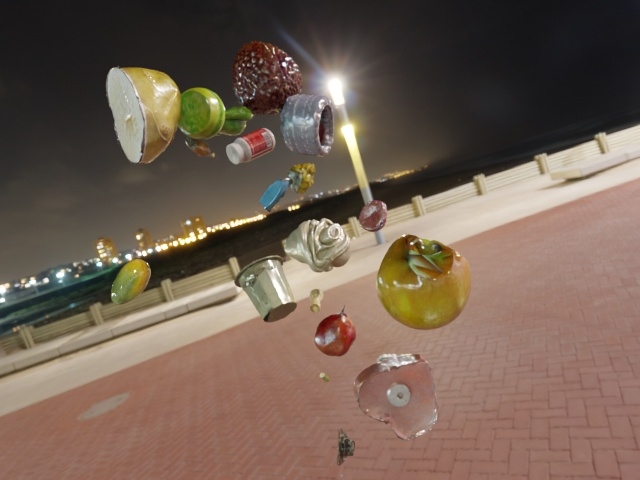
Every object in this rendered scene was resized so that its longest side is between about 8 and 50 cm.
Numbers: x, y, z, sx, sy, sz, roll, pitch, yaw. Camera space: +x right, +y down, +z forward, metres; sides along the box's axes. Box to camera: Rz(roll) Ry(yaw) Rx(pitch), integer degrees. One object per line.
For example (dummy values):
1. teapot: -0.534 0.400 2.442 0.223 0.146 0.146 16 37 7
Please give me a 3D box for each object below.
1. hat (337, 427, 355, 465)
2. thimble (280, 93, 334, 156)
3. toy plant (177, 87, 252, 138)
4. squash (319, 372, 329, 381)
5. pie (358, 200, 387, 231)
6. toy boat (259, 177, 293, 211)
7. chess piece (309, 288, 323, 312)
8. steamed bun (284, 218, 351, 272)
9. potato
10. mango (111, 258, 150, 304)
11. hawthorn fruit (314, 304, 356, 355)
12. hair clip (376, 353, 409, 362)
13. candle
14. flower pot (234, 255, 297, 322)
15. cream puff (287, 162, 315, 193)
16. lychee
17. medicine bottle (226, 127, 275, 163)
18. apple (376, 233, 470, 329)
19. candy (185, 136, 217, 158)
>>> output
1. hat: 0.084 0.672 1.369 0.050 0.121 0.121 -5 10 20
2. thimble: -0.048 -0.449 1.640 0.172 0.236 0.205 11 61 22
3. toy plant: -0.405 -0.481 1.647 0.224 0.185 0.316 -15 3 19
4. squash: 0.023 0.693 2.121 0.027 0.028 0.083 -12 -38 16
5. pie: 0.240 -0.112 1.925 0.153 0.154 0.038 -14 -14 34
6. toy boat: -0.201 -0.217 1.935 0.185 0.075 0.077 -51 -23 16
7. chess piece: -0.020 0.275 1.890 0.066 0.066 0.122 -17 23 10
8. steamed bun: 0.007 -0.003 2.193 0.324 0.220 0.309 37 37 27
9. potato: -0.546 -0.408 1.369 0.196 0.300 0.246 -16 9 -42
10. mango: -0.688 0.149 1.524 0.091 0.130 0.195 15 48 4
11. hawthorn fruit: 0.070 0.397 1.857 0.181 0.235 0.181 15 17 -4
12. hair clip: 0.348 0.563 1.949 0.220 0.054 0.140 9 -29 -23
13. candle: 0.290 0.542 1.541 0.287 0.316 0.131 -60 9 3
14. flower pot: -0.201 0.196 1.616 0.212 0.203 0.212 -23 -27 -13
15. cream puff: -0.082 -0.301 1.987 0.116 0.146 0.146 -27 9 -25
16. lychee: -0.226 -0.672 1.764 0.306 0.330 0.306 -29 4 2
17. medicine bottle: -0.364 -0.495 2.207 0.250 0.131 0.131 -35 14 -36
18. apple: 0.383 0.136 1.583 0.374 0.374 0.384 -16 47 22
19. candy: -0.486 -0.370 1.692 0.046 0.053 0.182 -19 -16 21
